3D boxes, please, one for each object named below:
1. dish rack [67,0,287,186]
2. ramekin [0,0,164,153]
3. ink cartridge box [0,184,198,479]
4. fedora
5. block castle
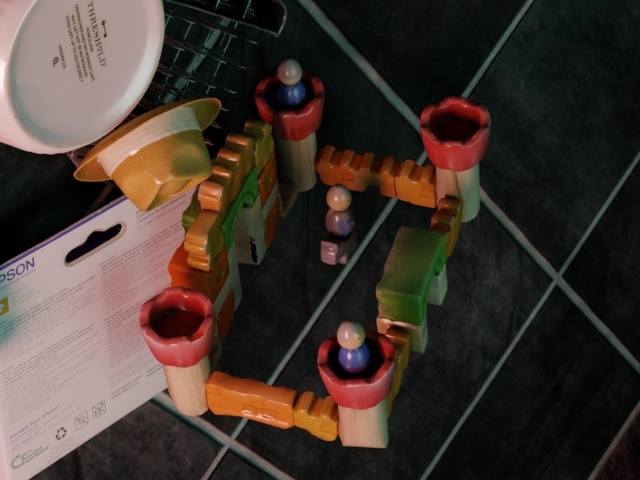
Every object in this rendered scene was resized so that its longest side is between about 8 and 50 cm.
[{"bbox_3d":[-0.170,-0.179,2.274,0.208,0.074,0.271,11,107,-51],"label":"dish rack"},{"bbox_3d":[-0.281,-0.213,2.069,0.273,0.127,0.273,-29,135,-35],"label":"ramekin"},{"bbox_3d":[-0.273,0.085,2.335,0.324,0.071,0.330,-32,137,-34],"label":"ink cartridge box"},{"bbox_3d":[-0.174,-0.085,2.181,0.194,0.079,0.194,-29,172,-5],"label":"fedora"},{"bbox_3d":[0.000,0.000,2.319,0.213,0.303,0.453,83,24,-48],"label":"block castle"}]
